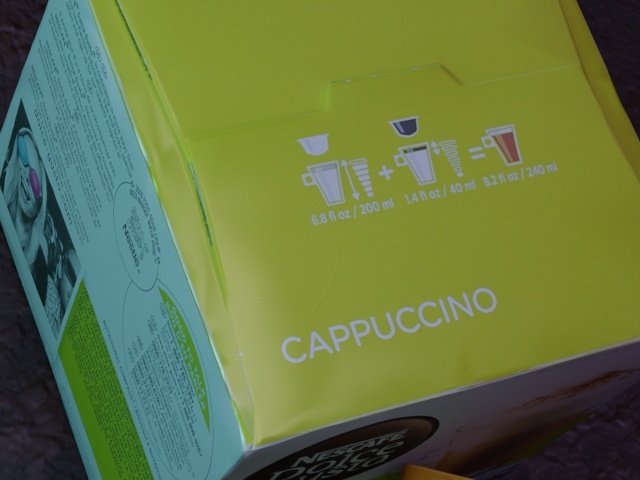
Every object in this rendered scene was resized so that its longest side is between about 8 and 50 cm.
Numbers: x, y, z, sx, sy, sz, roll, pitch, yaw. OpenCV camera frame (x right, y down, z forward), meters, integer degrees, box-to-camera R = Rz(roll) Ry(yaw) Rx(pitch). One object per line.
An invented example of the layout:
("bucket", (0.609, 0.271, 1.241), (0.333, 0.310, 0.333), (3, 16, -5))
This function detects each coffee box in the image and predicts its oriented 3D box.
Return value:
("coffee box", (0.000, 0.000, 1.143), (0.338, 0.334, 0.338), (-12, 71, -25))

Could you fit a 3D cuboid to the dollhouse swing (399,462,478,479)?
("dollhouse swing", (0.045, 0.301, 0.937), (0.305, 0.315, 0.346), (26, 77, -46))
